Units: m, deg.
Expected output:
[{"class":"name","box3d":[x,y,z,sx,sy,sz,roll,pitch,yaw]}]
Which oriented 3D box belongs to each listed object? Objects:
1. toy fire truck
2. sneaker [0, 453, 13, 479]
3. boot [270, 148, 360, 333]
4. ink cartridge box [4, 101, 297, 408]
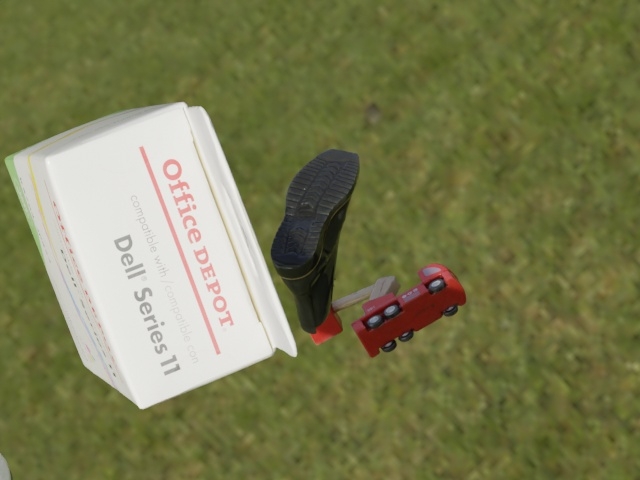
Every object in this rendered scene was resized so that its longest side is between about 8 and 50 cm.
[{"class":"toy fire truck","box3d":[0.076,0.081,2.225,0.192,0.047,0.135,-31,27,0]},{"class":"sneaker","box3d":[-0.422,0.149,1.448,0.384,0.147,0.145,17,54,22]},{"class":"boot","box3d":[0.000,0.000,2.178,0.077,0.137,0.198,13,54,24]},{"class":"ink cartridge box","box3d":[-0.143,0.007,1.414,0.119,0.207,0.353,-22,8,-14]}]
